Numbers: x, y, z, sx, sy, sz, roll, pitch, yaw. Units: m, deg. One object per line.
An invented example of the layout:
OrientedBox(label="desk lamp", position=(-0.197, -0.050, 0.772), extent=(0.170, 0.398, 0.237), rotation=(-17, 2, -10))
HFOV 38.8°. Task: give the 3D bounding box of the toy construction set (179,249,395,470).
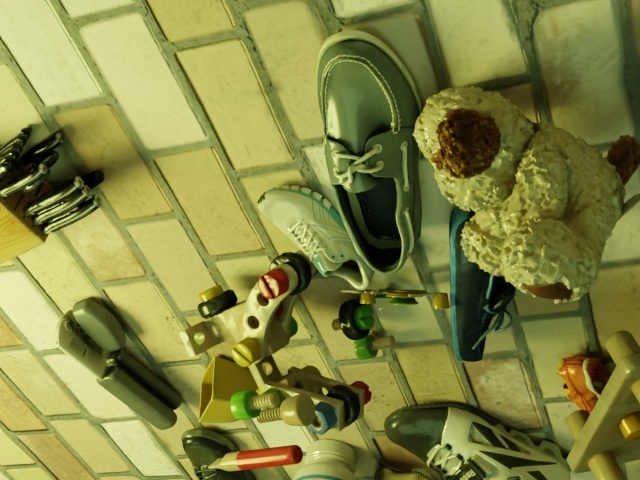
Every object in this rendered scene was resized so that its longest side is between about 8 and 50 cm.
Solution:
OrientedBox(label="toy construction set", position=(-0.087, 0.180, 1.245), extent=(0.237, 0.309, 0.257), rotation=(-16, 121, 33))

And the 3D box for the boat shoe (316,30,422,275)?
OrientedBox(label="boat shoe", position=(0.062, -0.091, 1.060), extent=(0.116, 0.099, 0.319), rotation=(-2, 134, 14))

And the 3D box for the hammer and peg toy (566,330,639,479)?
OrientedBox(label="hammer and peg toy", position=(0.527, 0.203, 1.223), extent=(0.361, 0.127, 0.266), rotation=(-9, 138, -14))

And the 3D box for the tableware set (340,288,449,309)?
OrientedBox(label="tableware set", position=(0.108, 0.079, 1.212), extent=(0.104, 0.024, 0.154), rotation=(0, 179, -38))

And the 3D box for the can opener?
OrientedBox(label="can opener", position=(-0.318, 0.208, 1.466), extent=(0.093, 0.074, 0.280), rotation=(-18, 129, 27))

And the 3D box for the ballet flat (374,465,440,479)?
OrientedBox(label="ballet flat", position=(0.139, 0.428, 1.541), extent=(0.084, 0.058, 0.250), rotation=(40, 158, -4))

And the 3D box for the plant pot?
OrientedBox(label="plant pot", position=(-0.145, 0.247, 1.467), extent=(0.083, 0.081, 0.081), rotation=(13, 137, -17))

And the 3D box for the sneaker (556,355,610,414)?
OrientedBox(label="sneaker", position=(0.403, 0.228, 1.351), extent=(0.067, 0.064, 0.175), rotation=(0, 134, 42))

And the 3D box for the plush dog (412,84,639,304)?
OrientedBox(label="plush dog", position=(0.201, -0.079, 0.965), extent=(0.225, 0.262, 0.210), rotation=(36, 93, -8))

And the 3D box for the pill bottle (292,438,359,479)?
OrientedBox(label="pill bottle", position=(0.005, 0.457, 1.542), extent=(0.124, 0.221, 0.124), rotation=(6, 135, 6))

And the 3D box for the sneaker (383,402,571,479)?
OrientedBox(label="sneaker", position=(0.256, 0.367, 1.455), extent=(0.331, 0.146, 0.122), rotation=(19, 137, -5))

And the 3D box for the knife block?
OrientedBox(label="knife block", position=(-0.407, -0.031, 1.231), extent=(0.242, 0.088, 0.275), rotation=(13, 136, 0))

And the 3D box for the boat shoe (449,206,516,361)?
OrientedBox(label="boat shoe", position=(0.214, 0.071, 1.190), extent=(0.089, 0.109, 0.258), rotation=(-1, 137, 9))

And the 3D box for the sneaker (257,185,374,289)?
OrientedBox(label="sneaker", position=(0.000, 0.000, 1.180), extent=(0.191, 0.083, 0.071), rotation=(30, 135, -16))

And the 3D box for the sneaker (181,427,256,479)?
OrientedBox(label="sneaker", position=(-0.187, 0.439, 1.635), extent=(0.087, 0.130, 0.227), rotation=(-9, 130, 18))
